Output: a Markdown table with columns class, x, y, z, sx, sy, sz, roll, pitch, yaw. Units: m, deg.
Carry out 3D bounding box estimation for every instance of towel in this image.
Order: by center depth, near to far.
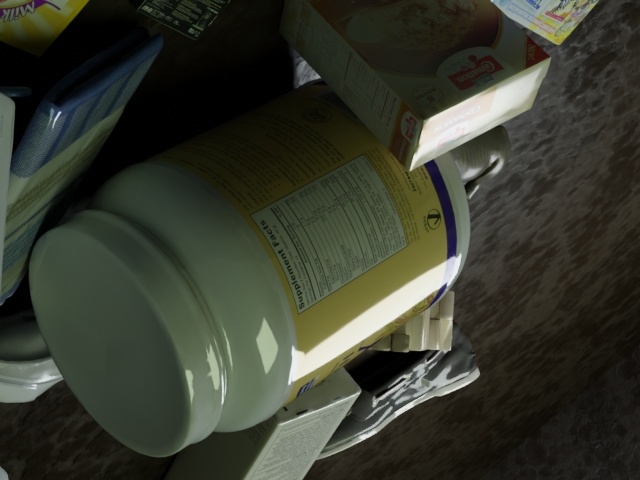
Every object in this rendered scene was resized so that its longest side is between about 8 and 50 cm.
| class | x | y | z | sx | sy | sz | roll | pitch | yaw |
| --- | --- | --- | --- | --- | --- | --- | --- | --- | --- |
| towel | -0.226 | -0.027 | 0.949 | 0.285 | 0.034 | 0.209 | -54 | -177 | 28 |

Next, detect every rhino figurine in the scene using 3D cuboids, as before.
| class | x | y | z | sx | sy | sz | roll | pitch | yaw |
| --- | --- | --- | --- | --- | --- | --- | --- | --- | --- |
| rhino figurine | 0.118 | -0.091 | 1.400 | 0.243 | 0.073 | 0.106 | -5 | 143 | -42 |

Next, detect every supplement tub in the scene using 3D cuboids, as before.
| class | x | y | z | sx | sy | sz | roll | pitch | yaw |
| --- | --- | --- | --- | --- | --- | --- | --- | --- | --- |
| supplement tub | -0.055 | 0.016 | 1.088 | 0.331 | 0.241 | 0.241 | -30 | 155 | -37 |

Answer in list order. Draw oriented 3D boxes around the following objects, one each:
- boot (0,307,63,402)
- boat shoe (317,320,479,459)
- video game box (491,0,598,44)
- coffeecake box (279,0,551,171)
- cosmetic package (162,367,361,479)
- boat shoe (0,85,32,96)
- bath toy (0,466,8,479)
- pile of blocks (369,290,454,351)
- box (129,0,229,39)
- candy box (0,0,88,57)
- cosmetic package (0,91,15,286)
| class | x | y | z | sx | sy | sz | roll | pitch | yaw |
| --- | --- | --- | --- | --- | --- | --- | --- | --- | --- |
| boot | -0.231 | 0.065 | 1.156 | 0.123 | 0.095 | 0.258 | -57 | 160 | 20 |
| boat shoe | 0.088 | 0.223 | 1.892 | 0.335 | 0.095 | 0.112 | -24 | -173 | -25 |
| video game box | 0.256 | -0.300 | 1.276 | 0.187 | 0.048 | 0.205 | -51 | 154 | 17 |
| coffeecake box | 0.077 | -0.167 | 1.072 | 0.142 | 0.185 | 0.068 | -28 | 153 | -26 |
| cosmetic package | -0.090 | 0.277 | 1.673 | 0.160 | 0.113 | 0.309 | -14 | 145 | -45 |
| boat shoe | -0.259 | -0.086 | 0.856 | 0.089 | 0.109 | 0.258 | -40 | 176 | -29 |
| bath toy | -0.452 | 0.321 | 1.201 | 0.348 | 0.151 | 0.129 | -23 | 107 | -38 |
| pile of blocks | 0.079 | 0.083 | 1.633 | 0.362 | 0.149 | 0.112 | 16 | 78 | -72 |
| box | -0.101 | -0.195 | 0.969 | 0.067 | 0.018 | 0.083 | -47 | 155 | 14 |
| candy box | -0.218 | -0.188 | 0.803 | 0.105 | 0.027 | 0.206 | -44 | 156 | 15 |
| cosmetic package | -0.318 | -0.039 | 0.652 | 0.224 | 0.138 | 0.224 | -5 | 164 | 19 |
